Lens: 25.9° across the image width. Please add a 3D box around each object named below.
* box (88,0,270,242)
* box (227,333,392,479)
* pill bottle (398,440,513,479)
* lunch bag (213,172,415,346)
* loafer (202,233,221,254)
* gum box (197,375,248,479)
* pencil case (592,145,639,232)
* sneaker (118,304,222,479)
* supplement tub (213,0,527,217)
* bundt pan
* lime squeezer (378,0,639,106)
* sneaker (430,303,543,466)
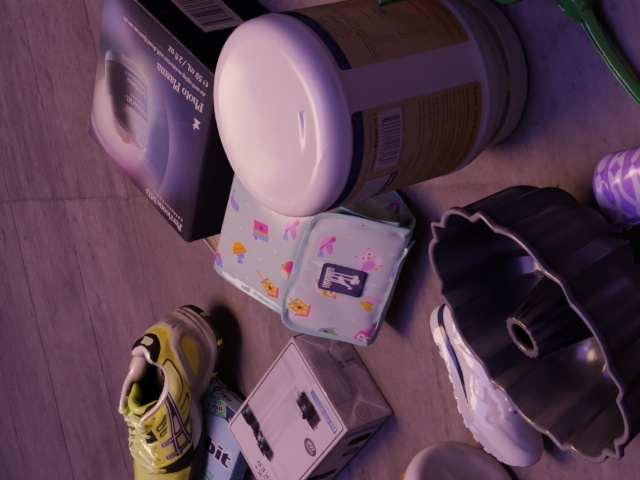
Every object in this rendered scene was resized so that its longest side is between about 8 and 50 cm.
[{"bbox_3d":[-0.184,-0.208,2.039,0.296,0.183,0.294,45,138,34],"label":"box"},{"bbox_3d":[-0.022,0.272,2.103,0.169,0.087,0.290,59,143,19],"label":"box"},{"bbox_3d":[0.145,0.407,1.871,0.162,0.162,0.278,53,140,25],"label":"pill bottle"},{"bbox_3d":[0.000,0.000,1.902,0.262,0.160,0.223,36,129,25],"label":"lunch bag"},{"bbox_3d":[-0.151,-0.030,2.146,0.268,0.102,0.092,54,143,39],"label":"loafer"},{"bbox_3d":[-0.183,0.327,2.347,0.157,0.041,0.184,39,125,29],"label":"gum box"},{"bbox_3d":[0.371,-0.062,1.427,0.206,0.086,0.088,-14,65,56],"label":"pencil case"},{"bbox_3d":[-0.274,0.287,2.290,0.145,0.147,0.385,27,120,34],"label":"sneaker"},{"bbox_3d":[0.062,-0.168,1.603,0.228,0.316,0.228,26,124,46],"label":"supplement tub"},{"bbox_3d":[0.269,0.077,1.541,0.331,0.124,0.331,49,160,25],"label":"bundt pan"},{"bbox_3d":[0.224,-0.251,1.517,0.310,0.059,0.110,22,97,6],"label":"lime squeezer"},{"bbox_3d":[0.221,0.169,1.739,0.095,0.090,0.235,-36,76,44],"label":"sneaker"}]
